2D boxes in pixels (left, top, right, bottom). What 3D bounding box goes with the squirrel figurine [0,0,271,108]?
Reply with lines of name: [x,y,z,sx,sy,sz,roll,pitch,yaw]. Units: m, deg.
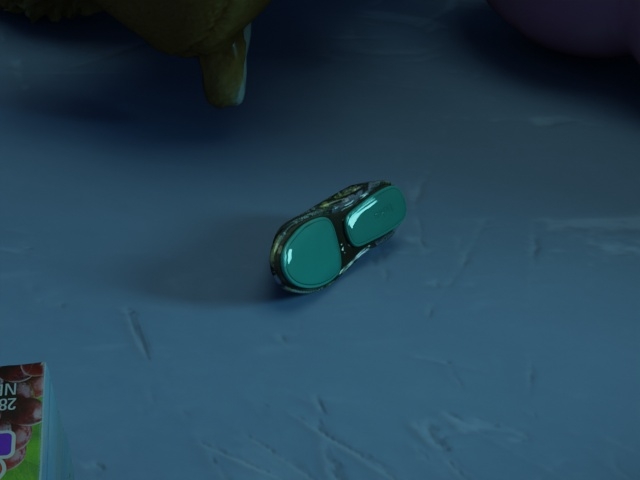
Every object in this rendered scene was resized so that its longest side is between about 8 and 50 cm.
squirrel figurine: [-0.078,-0.241,1.202,0.281,0.397,0.370,38,49,-25]

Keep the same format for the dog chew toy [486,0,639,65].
dog chew toy: [0.251,-0.179,1.236,0.332,0.207,0.206,32,36,24]

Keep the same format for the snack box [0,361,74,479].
snack box: [-0.182,0.130,0.594,0.207,0.070,0.174,-5,45,1]

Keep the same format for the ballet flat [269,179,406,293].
ballet flat: [0.000,0.000,1.002,0.041,0.041,0.114,24,32,27]
